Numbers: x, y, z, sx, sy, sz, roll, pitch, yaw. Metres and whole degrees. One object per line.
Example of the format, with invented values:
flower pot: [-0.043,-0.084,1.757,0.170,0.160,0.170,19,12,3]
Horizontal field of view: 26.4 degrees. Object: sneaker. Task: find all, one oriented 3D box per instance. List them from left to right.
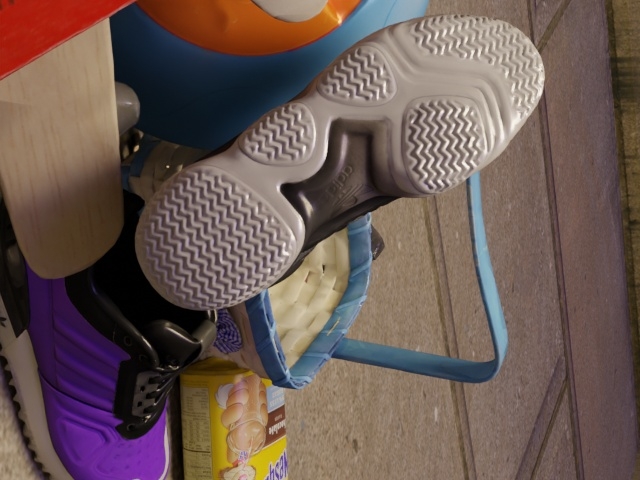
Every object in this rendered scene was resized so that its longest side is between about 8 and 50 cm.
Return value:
sneaker: [-0.136,0.081,0.955,0.102,0.146,0.293,-62,146,-47]
sneaker: [0.005,-0.049,0.848,0.101,0.269,0.153,59,-8,-2]

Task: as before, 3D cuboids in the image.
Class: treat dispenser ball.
treat dispenser ball: [-0.064,-0.206,0.933,0.288,0.288,0.288,1,90,-68]

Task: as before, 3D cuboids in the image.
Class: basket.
basket: [0.000,0.000,1.095,0.201,0.289,0.254,-59,143,-51]

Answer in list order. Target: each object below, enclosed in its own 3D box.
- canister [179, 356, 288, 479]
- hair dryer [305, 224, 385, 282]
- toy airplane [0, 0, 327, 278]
canister: [-0.075,0.190,1.209,0.126,0.073,0.170,-14,102,-67]
hair dryer: [0.011,-0.033,1.399,0.223,0.080,0.293,-63,146,-46]
toy airplane: [-0.180,-0.168,0.674,0.384,0.272,0.386,14,109,-52]
